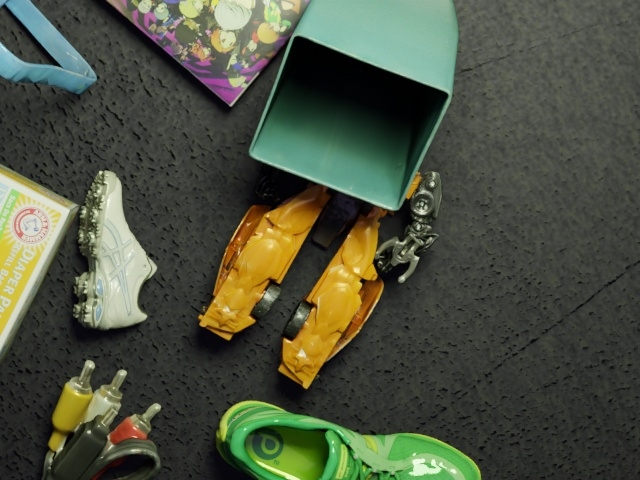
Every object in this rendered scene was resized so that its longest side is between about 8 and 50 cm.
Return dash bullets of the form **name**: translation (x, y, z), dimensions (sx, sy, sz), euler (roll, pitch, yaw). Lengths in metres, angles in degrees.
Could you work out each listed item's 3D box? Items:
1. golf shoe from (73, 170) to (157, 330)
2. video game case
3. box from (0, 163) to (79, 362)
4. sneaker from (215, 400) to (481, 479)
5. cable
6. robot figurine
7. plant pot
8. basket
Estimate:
- **golf shoe**: translation (-0.222, 0.011, 1.894), dimensions (0.086, 0.069, 0.176), euler (3, 97, -22)
- **video game case**: translation (-0.117, -0.298, 1.877), dimensions (0.232, 0.042, 0.210), euler (41, 93, -4)
- **box**: translation (-0.356, 0.028, 1.860), dimensions (0.114, 0.103, 0.203), euler (26, 93, -3)
- **sneaker**: translation (0.029, 0.254, 1.878), dimensions (0.295, 0.123, 0.109), euler (12, 93, -3)
- **cable**: translation (-0.288, 0.270, 1.918), dimensions (0.139, 0.072, 0.287), euler (37, 105, -21)
- **robot figurine**: translation (0.000, 0.000, 1.880), dimensions (0.211, 0.085, 0.291), euler (32, 93, -4)
- **plant pot**: translation (0.049, -0.185, 1.789), dimensions (0.165, 0.234, 0.166), euler (21, 131, -3)
- **basket**: translation (-0.363, -0.268, 1.767), dimensions (0.201, 0.255, 0.289), euler (-39, 84, 8)
